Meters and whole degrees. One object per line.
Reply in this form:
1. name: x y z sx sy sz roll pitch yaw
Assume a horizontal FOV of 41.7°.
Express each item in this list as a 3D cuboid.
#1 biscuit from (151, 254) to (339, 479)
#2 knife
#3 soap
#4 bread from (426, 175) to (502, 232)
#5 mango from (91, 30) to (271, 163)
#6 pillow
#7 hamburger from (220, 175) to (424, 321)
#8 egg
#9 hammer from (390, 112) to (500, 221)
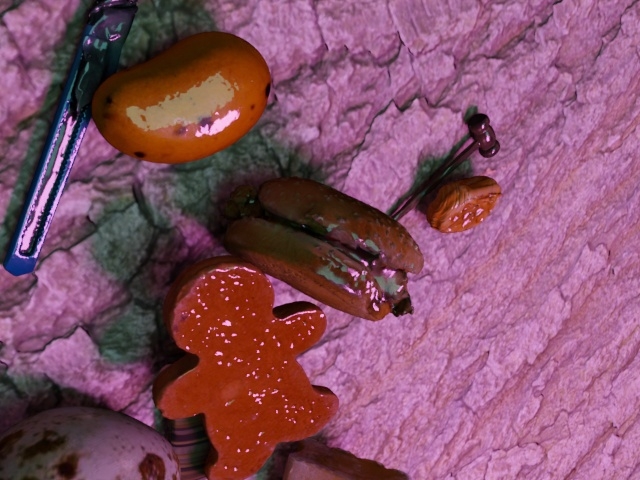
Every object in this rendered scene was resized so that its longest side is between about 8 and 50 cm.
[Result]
1. biscuit: -0.084 0.136 0.929 0.206 0.049 0.324 -31 135 -11
2. knife: -0.239 -0.100 0.803 0.044 0.026 0.296 13 101 -50
3. soap: 0.010 0.407 1.104 0.080 0.160 0.257 -27 132 -71
4. bread: 0.185 -0.046 1.091 0.111 0.044 0.083 -14 145 -43
5. mango: -0.130 -0.134 0.821 0.178 0.090 0.115 -33 127 -21
6. pillow: -0.132 0.198 0.996 0.113 0.038 0.203 -13 117 -34
7. hamburger: 0.000 0.000 0.912 0.215 0.189 0.122 27 86 -24
8. egg: -0.244 0.253 0.860 0.231 0.169 0.169 2 108 -47
9. hammer: 0.118 -0.052 1.074 0.292 0.029 0.058 -42 126 -11
